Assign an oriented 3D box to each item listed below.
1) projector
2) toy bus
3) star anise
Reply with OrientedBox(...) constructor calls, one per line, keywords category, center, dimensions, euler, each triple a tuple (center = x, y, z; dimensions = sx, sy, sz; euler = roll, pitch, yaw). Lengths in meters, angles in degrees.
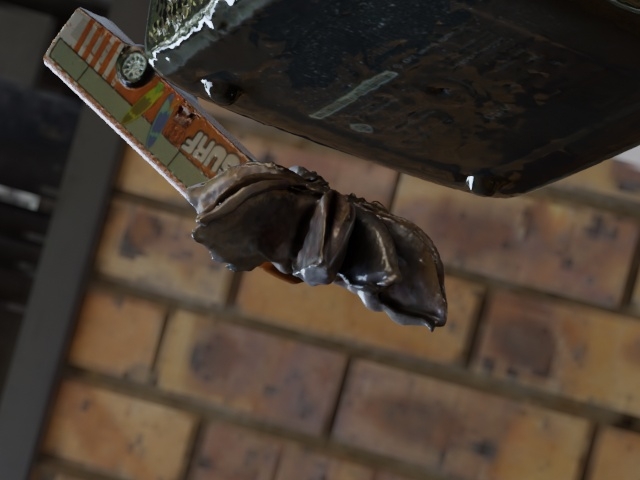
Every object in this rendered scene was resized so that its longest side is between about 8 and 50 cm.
OrientedBox(category="projector", center=(0.110, -0.221, 1.596), dimensions=(0.405, 0.242, 0.395), euler=(18, 159, -25))
OrientedBox(category="toy bus", center=(-0.134, -0.103, 2.065), dimensions=(0.409, 0.092, 0.093), euler=(43, -174, 29))
OrientedBox(category="star anise", center=(0.000, 0.000, 1.580), dimensions=(0.236, 0.093, 0.229), euler=(24, -173, 1))
